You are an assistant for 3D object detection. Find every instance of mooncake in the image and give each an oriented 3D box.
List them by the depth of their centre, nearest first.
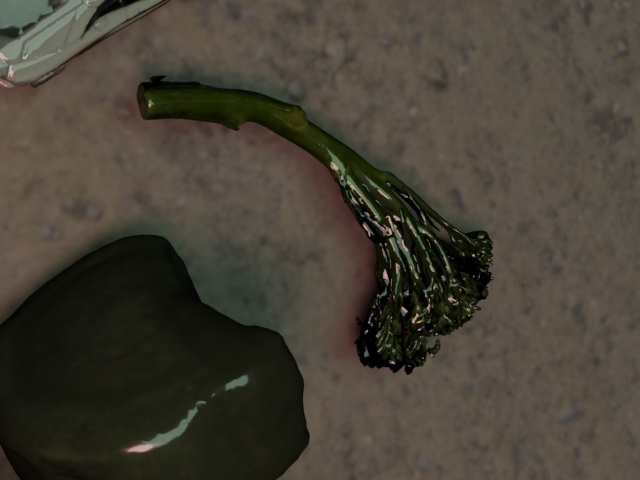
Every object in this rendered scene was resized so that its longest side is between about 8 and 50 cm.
[{"bbox_3d":[-0.088,0.074,0.597,0.168,0.175,0.104,-17,128,12],"label":"mooncake"}]

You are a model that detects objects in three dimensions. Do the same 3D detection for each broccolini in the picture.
[{"bbox_3d":[-0.006,-0.005,0.693,0.271,0.062,0.123,30,61,-26],"label":"broccolini"}]

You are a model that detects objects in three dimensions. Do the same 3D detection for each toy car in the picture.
[{"bbox_3d":[-0.126,-0.166,0.650,0.205,0.056,0.095,-35,100,-21],"label":"toy car"}]
